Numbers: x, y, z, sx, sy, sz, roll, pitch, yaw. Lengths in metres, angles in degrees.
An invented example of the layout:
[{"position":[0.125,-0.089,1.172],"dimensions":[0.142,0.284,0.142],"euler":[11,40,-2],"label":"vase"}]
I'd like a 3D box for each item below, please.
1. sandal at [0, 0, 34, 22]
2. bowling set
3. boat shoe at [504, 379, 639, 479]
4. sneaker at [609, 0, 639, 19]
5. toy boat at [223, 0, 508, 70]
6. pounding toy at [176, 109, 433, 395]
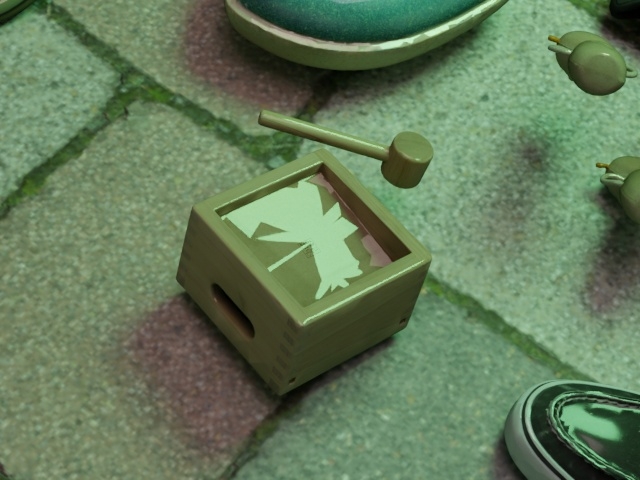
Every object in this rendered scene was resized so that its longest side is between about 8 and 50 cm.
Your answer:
[{"position":[-0.337,-0.221,1.289],"dimensions":[0.303,0.086,0.120],"euler":[-21,63,-21],"label":"sandal"},{"position":[0.291,-0.046,1.272],"dimensions":[0.287,0.200,0.154],"euler":[18,14,-2],"label":"bowling set"},{"position":[0.281,0.168,1.128],"dimensions":[0.306,0.105,0.113],"euler":[28,57,9],"label":"boat shoe"},{"position":[0.369,-0.166,1.383],"dimensions":[0.267,0.101,0.106],"euler":[39,81,15],"label":"sneaker"},{"position":[0.007,-0.288,1.353],"dimensions":[0.267,0.148,0.318],"euler":[-27,66,-24],"label":"toy boat"},{"position":[-0.001,-0.008,1.210],"dimensions":[0.206,0.094,0.181],"euler":[-26,59,-33],"label":"pounding toy"}]
